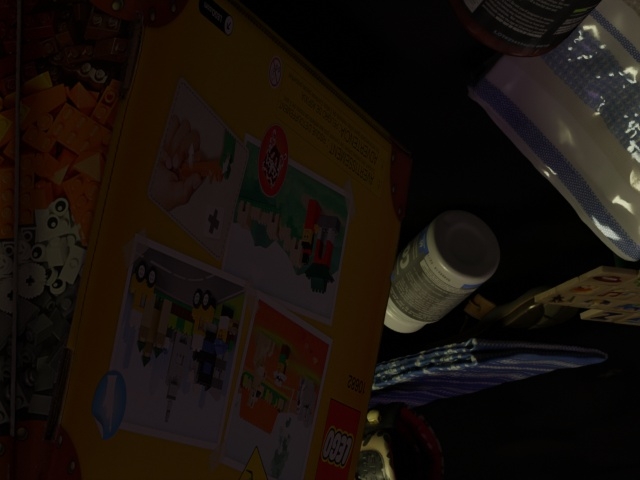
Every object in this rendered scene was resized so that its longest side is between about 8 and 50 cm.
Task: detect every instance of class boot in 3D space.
[{"bbox_3d":[-0.053,0.245,1.981,0.284,0.138,0.377,-12,167,20],"label":"boot"}]

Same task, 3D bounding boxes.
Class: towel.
[{"bbox_3d":[0.250,-0.121,1.479,0.034,0.209,0.285,-38,175,-41],"label":"towel"},{"bbox_3d":[0.109,0.160,2.094,0.336,0.040,0.243,-18,165,39],"label":"towel"}]

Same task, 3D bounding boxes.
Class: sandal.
[{"bbox_3d":[0.185,0.076,2.003,0.090,0.060,0.219,0,160,-28],"label":"sandal"}]

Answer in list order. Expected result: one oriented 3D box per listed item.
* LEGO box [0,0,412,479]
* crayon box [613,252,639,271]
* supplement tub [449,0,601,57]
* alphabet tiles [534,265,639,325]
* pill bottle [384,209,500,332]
[{"bbox_3d":[-0.128,0.039,1.351,0.193,0.373,0.500,7,168,23],"label":"LEGO box"},{"bbox_3d":[0.468,-0.019,1.879,0.202,0.081,0.318,13,148,-38],"label":"crayon box"},{"bbox_3d":[0.172,-0.218,1.330,0.106,0.106,0.198,3,152,-25],"label":"supplement tub"},{"bbox_3d":[0.336,0.054,1.859,0.237,0.009,0.198,7,162,-25],"label":"alphabet tiles"},{"bbox_3d":[0.108,0.033,1.871,0.078,0.078,0.137,5,151,-27],"label":"pill bottle"}]
